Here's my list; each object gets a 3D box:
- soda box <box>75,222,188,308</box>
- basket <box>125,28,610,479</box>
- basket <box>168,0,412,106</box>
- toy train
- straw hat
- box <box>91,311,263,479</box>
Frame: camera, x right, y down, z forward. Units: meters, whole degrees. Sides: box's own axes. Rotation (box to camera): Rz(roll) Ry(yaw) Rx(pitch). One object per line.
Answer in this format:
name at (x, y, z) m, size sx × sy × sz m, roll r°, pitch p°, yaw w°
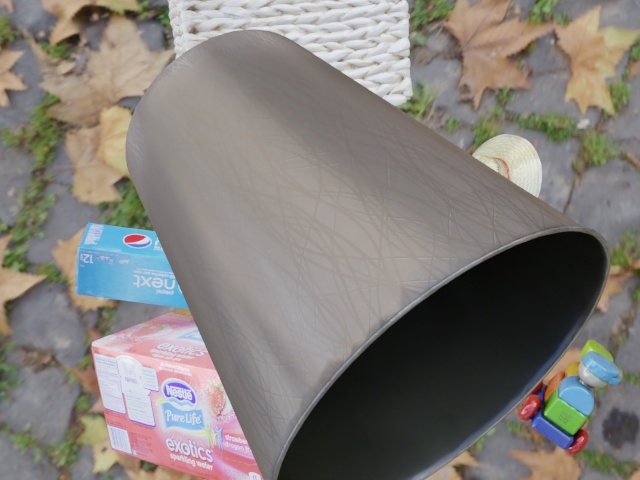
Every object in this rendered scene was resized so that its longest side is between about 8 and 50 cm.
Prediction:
soda box at (-0.195, 0.036, 1.460) m, size 0.210 × 0.067 × 0.071 m, roll 8°, pitch 118°, yaw -3°
basket at (0.000, 0.000, 0.624) m, size 0.204 × 0.154 × 0.227 m, roll -40°, pitch 54°, yaw -1°
basket at (-0.057, -0.317, 1.661) m, size 0.328 × 0.331 × 0.266 m, roll -6°, pitch 100°, yaw -9°
toy train at (0.381, 0.207, 1.747) m, size 0.105 × 0.248 × 0.143 m, roll 36°, pitch 107°, yaw 3°
straw hat at (0.211, -0.074, 1.501) m, size 0.144 × 0.061 × 0.144 m, roll -17°, pitch 67°, yaw 44°
box at (-0.129, 0.190, 1.430) m, size 0.300 × 0.142 × 0.154 m, roll 4°, pitch 109°, yaw 44°
